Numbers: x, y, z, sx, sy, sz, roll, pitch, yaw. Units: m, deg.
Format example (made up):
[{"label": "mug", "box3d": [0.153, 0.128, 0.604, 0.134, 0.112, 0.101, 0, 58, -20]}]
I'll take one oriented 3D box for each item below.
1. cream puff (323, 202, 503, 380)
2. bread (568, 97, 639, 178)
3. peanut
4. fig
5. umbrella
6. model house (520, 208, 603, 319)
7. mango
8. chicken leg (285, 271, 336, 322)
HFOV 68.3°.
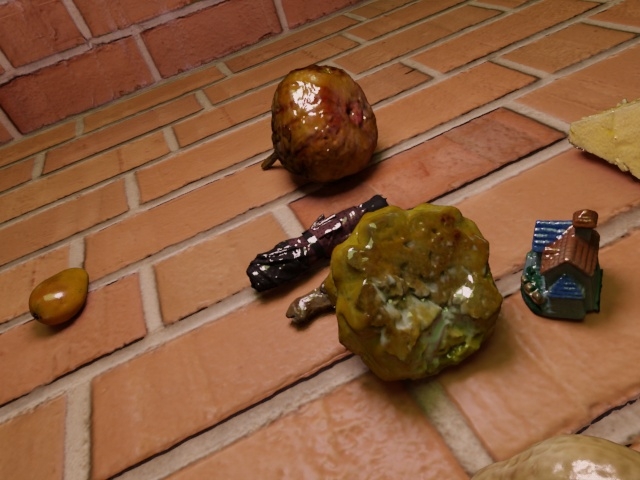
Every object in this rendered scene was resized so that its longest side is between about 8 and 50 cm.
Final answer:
[{"label": "cream puff", "box3d": [0.135, 0.078, 0.733, 0.282, 0.185, 0.281, 3, 75, -11]}, {"label": "bread", "box3d": [0.671, -0.209, 0.925, 0.264, 0.198, 0.236, -22, 12, -12]}, {"label": "peanut", "box3d": [0.237, 0.261, 0.447, 0.122, 0.253, 0.137, -26, 68, -43]}, {"label": "fig", "box3d": [-0.047, -0.247, 1.180, 0.369, 0.286, 0.286, -26, 27, 40]}, {"label": "umbrella", "box3d": [0.000, 0.000, 0.948, 0.326, 0.090, 0.094, -30, 36, -15]}, {"label": "model house", "box3d": [0.371, 0.020, 0.726, 0.120, 0.148, 0.148, 8, 43, 30]}, {"label": "mango", "box3d": [-0.571, 0.119, 1.038, 0.111, 0.089, 0.163, -14, 27, -13]}, {"label": "chicken leg", "box3d": [0.025, 0.090, 0.857, 0.198, 0.069, 0.084, -31, 63, -6]}]
